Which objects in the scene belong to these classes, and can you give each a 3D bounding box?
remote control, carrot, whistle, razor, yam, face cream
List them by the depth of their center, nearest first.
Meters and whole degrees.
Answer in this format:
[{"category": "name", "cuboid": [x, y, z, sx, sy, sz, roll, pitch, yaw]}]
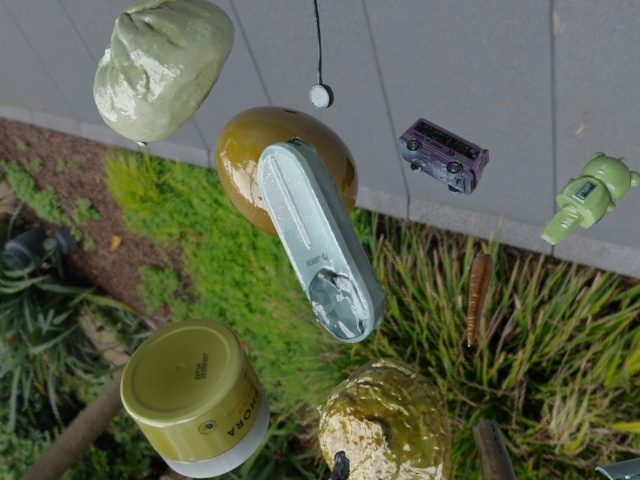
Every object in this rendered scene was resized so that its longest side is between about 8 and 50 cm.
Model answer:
[{"category": "remote control", "cuboid": [0.000, 0.000, 0.707, 0.104, 0.052, 0.247, -25, 89, 53]}, {"category": "yam", "cuboid": [0.249, 0.346, 0.827, 0.046, 0.264, 0.046, 1, 115, 3]}, {"category": "face cream", "cuboid": [-0.216, 0.275, 1.076, 0.218, 0.218, 0.179, 19, 142, 33]}, {"category": "whistle", "cuboid": [0.510, -0.078, 1.166, 0.105, 0.227, 0.085, 41, 174, 32]}, {"category": "razor", "cuboid": [0.633, 0.565, 1.248, 0.068, 0.106, 0.232, -138, 41, -79]}, {"category": "carrot", "cuboid": [0.337, 0.126, 1.312, 0.048, 0.216, 0.048, 14, 159, 5]}]

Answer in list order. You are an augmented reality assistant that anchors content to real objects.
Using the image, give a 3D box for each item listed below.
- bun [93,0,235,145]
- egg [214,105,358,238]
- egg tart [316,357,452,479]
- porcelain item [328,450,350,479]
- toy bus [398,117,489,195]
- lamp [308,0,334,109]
[{"category": "bun", "cuboid": [-0.248, -0.279, 0.930, 0.160, 0.259, 0.259, 37, 157, -33]}, {"category": "egg", "cuboid": [-0.072, -0.140, 1.237, 0.322, 0.250, 0.250, 39, 153, 21]}, {"category": "egg tart", "cuboid": [0.123, 0.420, 1.322, 0.351, 0.153, 0.339, 44, 118, 39]}, {"category": "porcelain item", "cuboid": [0.031, 0.481, 1.066, 0.069, 0.216, 0.081, 8, 146, -8]}, {"category": "toy bus", "cuboid": [0.253, -0.174, 1.248, 0.178, 0.098, 0.087, 36, 166, 28]}, {"category": "lamp", "cuboid": [0.010, -0.547, 1.625, 0.130, 0.108, 0.371, -7, 104, 38]}]
